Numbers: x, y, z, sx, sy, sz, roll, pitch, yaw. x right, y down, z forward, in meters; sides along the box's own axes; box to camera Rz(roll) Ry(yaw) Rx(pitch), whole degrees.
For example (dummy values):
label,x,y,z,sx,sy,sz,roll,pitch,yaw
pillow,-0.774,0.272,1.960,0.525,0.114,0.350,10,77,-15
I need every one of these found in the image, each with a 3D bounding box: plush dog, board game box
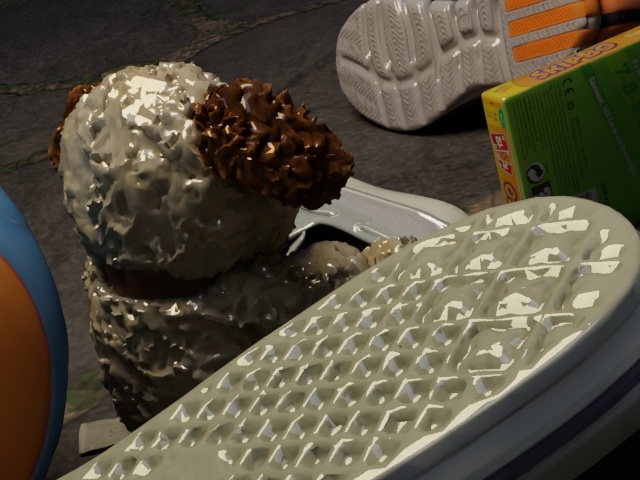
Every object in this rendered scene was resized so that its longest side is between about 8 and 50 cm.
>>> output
label,x,y,z,sx,sy,sz,roll,pitch,yaw
plush dog,-0.074,0.008,0.725,0.262,0.225,0.210,7,32,41
board game box,0.234,-0.086,0.870,0.259,0.124,0.039,-23,24,-17

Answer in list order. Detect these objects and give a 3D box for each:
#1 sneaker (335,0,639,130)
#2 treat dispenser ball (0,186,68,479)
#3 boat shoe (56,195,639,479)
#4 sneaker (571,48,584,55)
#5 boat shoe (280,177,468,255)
label,x,y,z,sx,sy,sz,roll,pitch,yaw
sneaker,0.166,-0.172,1.140,0.180,0.125,0.321,-12,8,-39
treat dispenser ball,-0.272,0.066,0.641,0.288,0.288,0.288,-13,24,6
boat shoe,-0.071,0.173,0.461,0.500,0.156,0.187,-32,26,1
sneaker,0.230,-0.114,0.975,0.081,0.090,0.232,0,29,33
boat shoe,0.001,0.001,0.878,0.227,0.079,0.081,11,30,40
